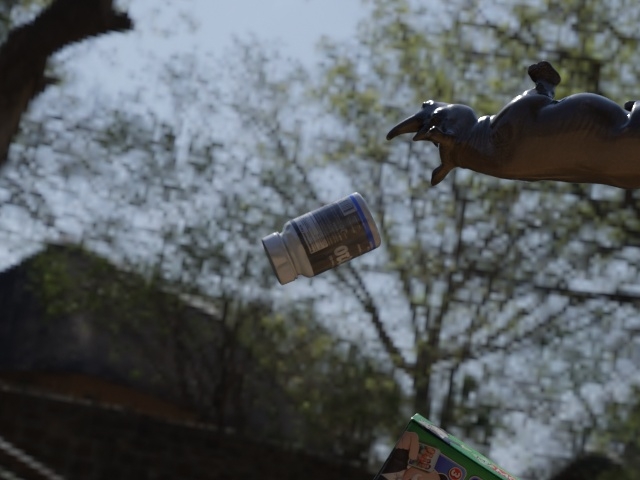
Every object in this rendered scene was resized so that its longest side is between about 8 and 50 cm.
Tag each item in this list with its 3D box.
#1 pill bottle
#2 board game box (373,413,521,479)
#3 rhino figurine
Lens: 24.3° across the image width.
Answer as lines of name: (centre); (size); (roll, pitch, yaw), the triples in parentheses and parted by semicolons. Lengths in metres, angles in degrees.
pill bottle: (0.000, 0.000, 1.870); (0.137, 0.078, 0.078); (-24, -15, -5)
board game box: (0.094, 0.351, 1.371); (0.214, 0.317, 0.046); (32, 7, 9)
rhino figurine: (0.172, -0.087, 1.184); (0.243, 0.106, 0.073); (1, -45, 11)
